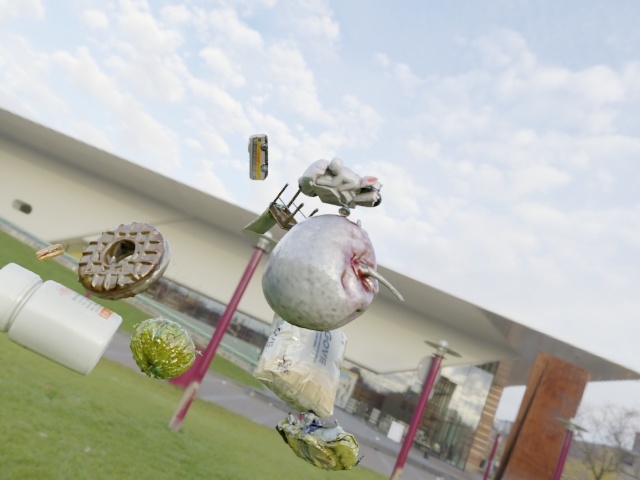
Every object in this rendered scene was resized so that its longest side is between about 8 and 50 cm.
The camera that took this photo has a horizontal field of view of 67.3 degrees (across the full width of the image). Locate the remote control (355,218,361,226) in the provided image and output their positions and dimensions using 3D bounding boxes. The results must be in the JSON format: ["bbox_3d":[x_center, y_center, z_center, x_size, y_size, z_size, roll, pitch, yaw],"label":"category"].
[{"bbox_3d":[0.131,-0.019,1.828,0.017,0.125,0.053,15,24,-6],"label":"remote control"}]

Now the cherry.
[{"bbox_3d":[-0.005,0.100,1.283,0.291,0.335,0.326,48,16,-31],"label":"cherry"}]

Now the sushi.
[{"bbox_3d":[-0.015,0.538,1.323,0.291,0.131,0.139,-3,-59,54],"label":"sushi"}]

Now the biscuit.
[{"bbox_3d":[-0.707,0.070,1.744,0.332,0.332,0.103,18,-36,24],"label":"biscuit"}]

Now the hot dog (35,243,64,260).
[{"bbox_3d":[-0.832,0.037,1.485,0.021,0.083,0.037,-15,-78,51],"label":"hot dog"}]

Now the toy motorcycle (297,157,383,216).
[{"bbox_3d":[0.050,-0.167,1.389,0.260,0.110,0.171,11,-36,16],"label":"toy motorcycle"}]

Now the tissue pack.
[{"bbox_3d":[-0.062,0.418,1.774,0.195,0.376,0.390,-18,-50,38],"label":"tissue pack"}]

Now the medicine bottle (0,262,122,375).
[{"bbox_3d":[-0.830,0.243,1.480,0.371,0.211,0.211,32,-16,-13],"label":"medicine bottle"}]

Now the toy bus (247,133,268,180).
[{"bbox_3d":[-0.233,-0.310,1.792,0.072,0.172,0.057,-5,20,-18],"label":"toy bus"}]

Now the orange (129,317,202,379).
[{"bbox_3d":[-0.701,0.481,2.124,0.300,0.223,0.301,2,-55,21],"label":"orange"}]

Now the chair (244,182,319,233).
[{"bbox_3d":[-0.188,-0.099,2.274,0.186,0.319,0.160,51,18,26],"label":"chair"}]
